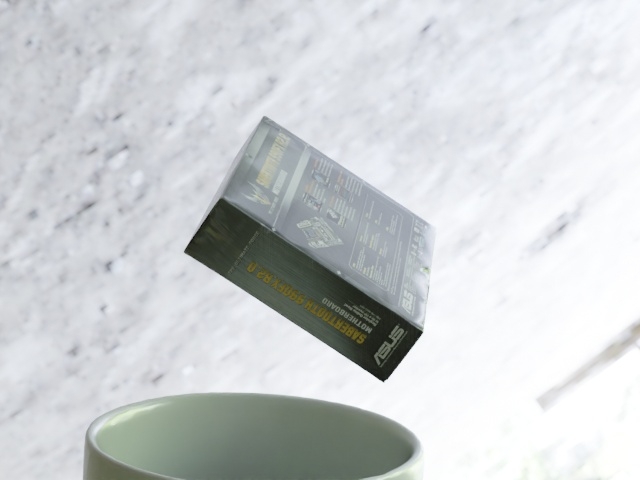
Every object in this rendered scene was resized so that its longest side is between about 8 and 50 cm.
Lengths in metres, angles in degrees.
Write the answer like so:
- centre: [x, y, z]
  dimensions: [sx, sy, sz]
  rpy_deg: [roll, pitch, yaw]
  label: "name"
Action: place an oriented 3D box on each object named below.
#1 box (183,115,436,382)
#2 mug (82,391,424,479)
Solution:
- centre: [0.000, 0.000, 1.265]
  dimensions: [0.056, 0.183, 0.231]
  rpy_deg: [-55, -173, 20]
  label: "box"
- centre: [-0.109, 0.316, 1.301]
  dimensions: [0.374, 0.328, 0.276]
  rpy_deg: [2, -171, -9]
  label: "mug"
